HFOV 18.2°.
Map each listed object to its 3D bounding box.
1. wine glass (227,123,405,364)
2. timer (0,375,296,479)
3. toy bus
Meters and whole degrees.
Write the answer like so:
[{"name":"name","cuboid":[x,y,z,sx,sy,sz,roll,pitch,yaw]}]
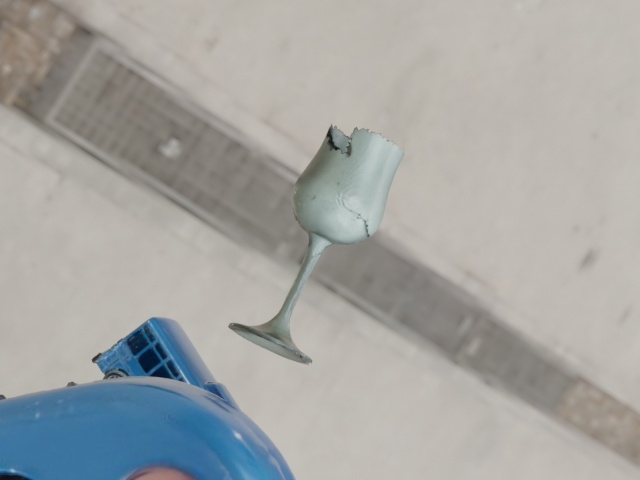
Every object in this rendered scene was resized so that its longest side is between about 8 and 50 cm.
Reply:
[{"name":"wine glass","cuboid":[0.000,0.000,1.645,0.195,0.079,0.079,-65,159,-10]},{"name":"timer","cuboid":[-0.141,0.252,1.115,0.115,0.309,0.340,1,78,-76]},{"name":"toy bus","cuboid":[-0.151,0.179,2.132,0.106,0.185,0.090,-37,166,8]}]
